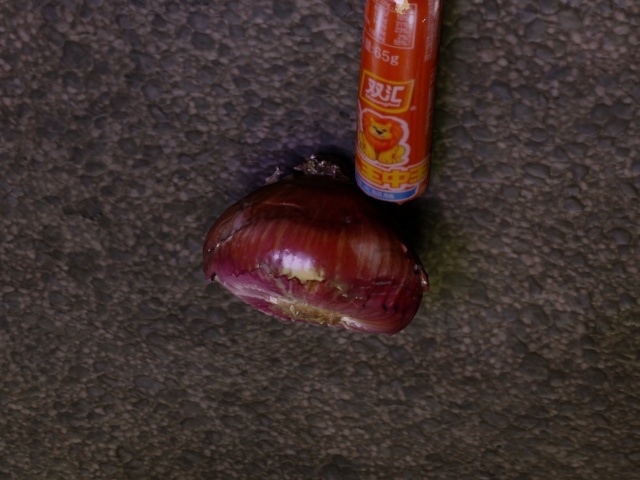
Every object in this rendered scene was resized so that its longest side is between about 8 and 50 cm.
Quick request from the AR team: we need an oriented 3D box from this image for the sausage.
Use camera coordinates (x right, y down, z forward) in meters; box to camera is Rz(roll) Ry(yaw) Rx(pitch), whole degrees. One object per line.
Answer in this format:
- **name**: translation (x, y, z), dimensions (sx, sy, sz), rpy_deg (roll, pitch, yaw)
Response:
- **sausage**: translation (0.071, -0.152, 1.738), dimensions (0.074, 0.074, 0.274), rpy_deg (11, 136, 8)

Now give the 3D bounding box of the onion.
- **onion**: translation (0.000, 0.000, 1.866), dimensions (0.230, 0.163, 0.230), rpy_deg (10, 166, 2)
